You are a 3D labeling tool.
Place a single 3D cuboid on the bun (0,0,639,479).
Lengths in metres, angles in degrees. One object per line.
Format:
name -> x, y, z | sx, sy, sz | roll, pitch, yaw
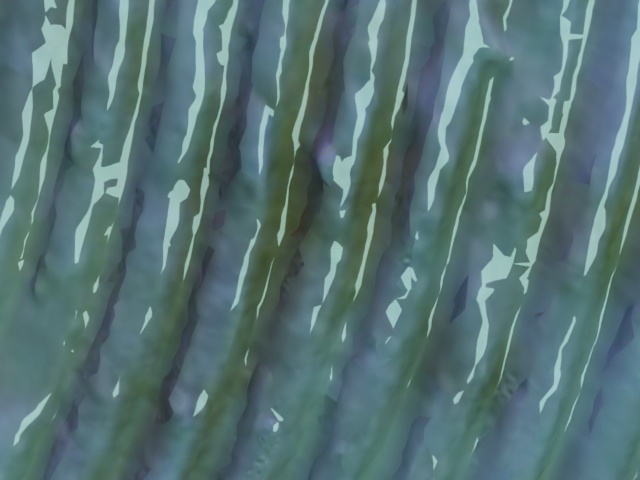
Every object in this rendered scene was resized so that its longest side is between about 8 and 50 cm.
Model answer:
bun -> 0.000, 0.000, 0.451 | 0.361, 0.211, 0.362 | 0, 100, -2
